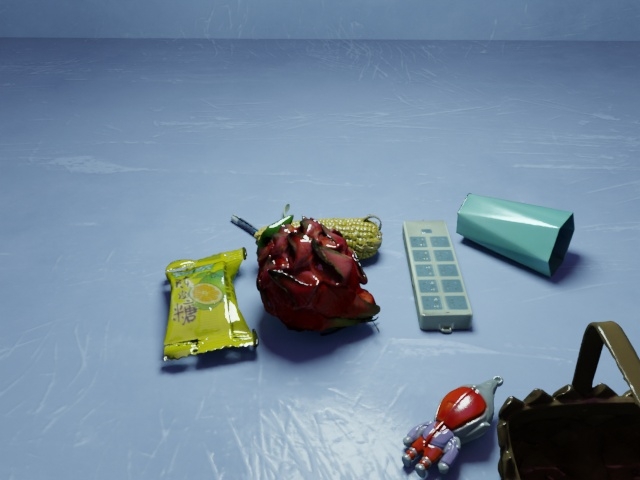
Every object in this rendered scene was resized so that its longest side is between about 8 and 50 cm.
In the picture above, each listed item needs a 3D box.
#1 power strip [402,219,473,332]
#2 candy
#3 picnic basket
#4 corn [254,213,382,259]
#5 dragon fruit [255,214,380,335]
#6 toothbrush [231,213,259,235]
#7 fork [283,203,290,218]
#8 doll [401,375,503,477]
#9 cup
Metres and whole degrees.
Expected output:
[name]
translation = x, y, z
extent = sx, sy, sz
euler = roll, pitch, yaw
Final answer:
[power strip]
translation = 0.246, 0.060, 1.444
extent = 0.106, 0.043, 0.367
euler = -1, 36, 0
[candy]
translation = -0.228, 0.118, 1.344
extent = 0.187, 0.081, 0.297
euler = -9, 37, -8
[picnic basket]
translation = 0.388, 0.296, 0.886
extent = 0.291, 0.321, 0.254
euler = -4, 39, 0
[corn]
translation = 0.000, 0.000, 1.463
extent = 0.292, 0.107, 0.106
euler = -4, 35, -18
[dragon fruit]
translation = 0.002, 0.082, 1.286
extent = 0.293, 0.234, 0.234
euler = 32, 43, 7
[toothbrush]
translation = -0.121, 0.000, 1.555
extent = 0.026, 0.024, 0.288
euler = -28, 43, -33
[fork]
translation = -0.081, -0.037, 1.587
extent = 0.028, 0.034, 0.219
euler = -9, 26, 6
[doll]
translation = 0.226, 0.296, 1.089
extent = 0.227, 0.075, 0.102
euler = -37, 38, -26
[cup]
translation = 0.430, -0.026, 1.487
extent = 0.235, 0.148, 0.134
euler = 21, 68, 30
